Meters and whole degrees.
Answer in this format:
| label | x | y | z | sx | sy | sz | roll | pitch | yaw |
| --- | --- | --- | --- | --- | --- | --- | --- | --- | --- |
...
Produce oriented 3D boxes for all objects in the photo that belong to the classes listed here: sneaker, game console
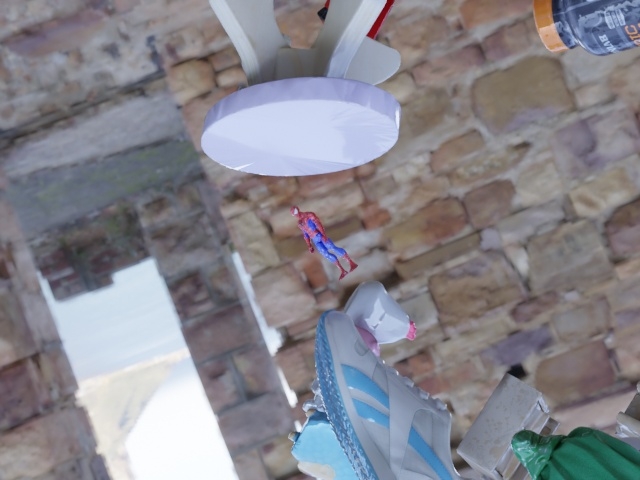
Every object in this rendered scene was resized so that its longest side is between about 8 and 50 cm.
| label | x | y | z | sx | sy | sz | roll | pitch | yaw |
| --- | --- | --- | --- | --- | --- | --- | --- | --- | --- |
| sneaker | 0.063 | 0.162 | 0.905 | 0.092 | 0.228 | 0.087 | -21 | 158 | -15 |
| game console | 0.069 | -0.343 | 1.553 | 0.085 | 0.144 | 0.124 | -39 | 138 | -4 |

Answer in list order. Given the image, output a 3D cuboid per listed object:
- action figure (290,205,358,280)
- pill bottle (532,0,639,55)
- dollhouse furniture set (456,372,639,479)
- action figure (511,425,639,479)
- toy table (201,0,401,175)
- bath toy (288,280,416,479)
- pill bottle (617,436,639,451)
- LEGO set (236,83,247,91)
| label | x | y | z | sx | sy | sz | roll | pitch | yaw |
| --- | --- | --- | --- | --- | --- | --- | --- | --- | --- |
| action figure | 0.000 | 0.000 | 1.283 | 0.030 | 0.115 | 0.038 | -39 | 180 | -44 |
| pill bottle | 0.389 | -0.304 | 1.200 | 0.246 | 0.130 | 0.130 | -11 | -177 | 37 |
| dollhouse furniture set | 0.450 | 0.414 | 1.610 | 0.362 | 0.394 | 0.256 | -55 | 151 | -9 |
| action figure | 0.240 | 0.214 | 0.721 | 0.137 | 0.232 | 0.063 | -45 | 159 | -21 |
| toy table | -0.017 | -0.179 | 1.077 | 0.274 | 0.160 | 0.252 | -8 | 158 | 42 |
| bath toy | 0.061 | 0.217 | 1.553 | 0.151 | 0.129 | 0.348 | -58 | -175 | 45 |
| pill bottle | 0.363 | 0.361 | 0.969 | 0.182 | 0.323 | 0.181 | -15 | 129 | -19 |
| LEGO set | -0.080 | -0.186 | 1.256 | 0.083 | 0.054 | 0.023 | -24 | -168 | 37 |
